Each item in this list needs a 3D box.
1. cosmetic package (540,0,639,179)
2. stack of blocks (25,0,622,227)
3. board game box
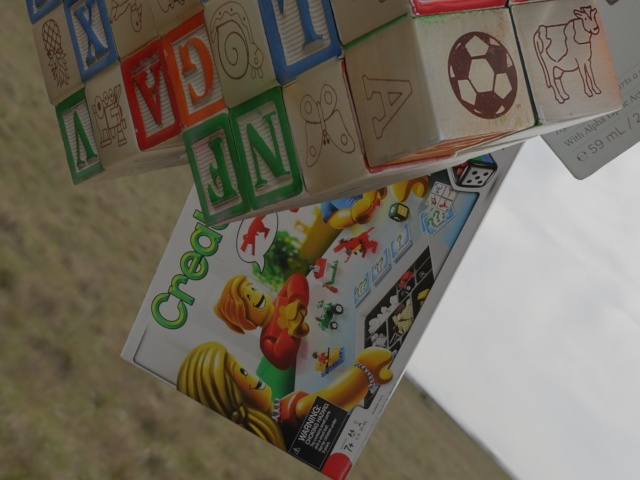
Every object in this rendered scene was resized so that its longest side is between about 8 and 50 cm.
[{"bbox_3d":[0.218,-0.180,1.053,0.184,0.151,0.151,48,32,-6],"label":"cosmetic package"},{"bbox_3d":[-0.024,-0.098,0.571,0.297,0.087,0.171,-15,-92,56],"label":"stack of blocks"},{"bbox_3d":[0.000,0.000,0.938,0.193,0.305,0.053,28,22,8],"label":"board game box"}]
